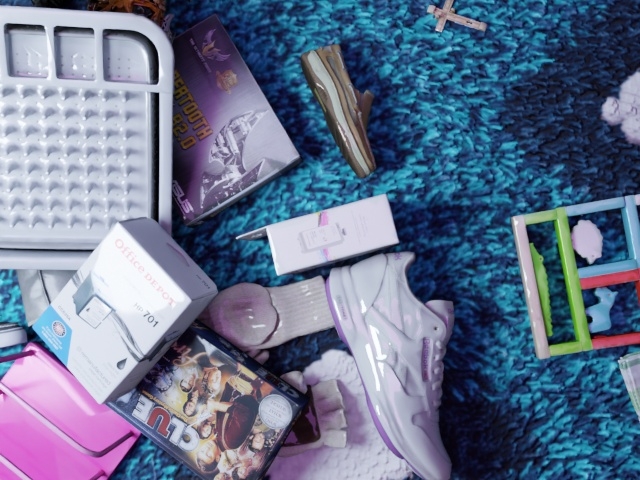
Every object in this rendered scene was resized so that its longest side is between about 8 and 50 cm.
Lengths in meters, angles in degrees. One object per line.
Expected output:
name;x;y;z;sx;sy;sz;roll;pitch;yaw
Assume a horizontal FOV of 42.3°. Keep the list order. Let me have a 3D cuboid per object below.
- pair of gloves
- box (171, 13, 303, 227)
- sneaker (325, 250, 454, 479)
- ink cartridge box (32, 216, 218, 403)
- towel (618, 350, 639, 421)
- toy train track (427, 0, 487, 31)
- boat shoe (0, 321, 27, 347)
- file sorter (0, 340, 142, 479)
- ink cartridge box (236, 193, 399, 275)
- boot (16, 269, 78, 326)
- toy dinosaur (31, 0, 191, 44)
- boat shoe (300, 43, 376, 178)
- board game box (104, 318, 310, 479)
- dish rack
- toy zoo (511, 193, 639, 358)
pair of gloves;-0.072;0.173;1.109;0.204;0.042;0.240;-8;86;5
box;-0.158;-0.160;1.125;0.183;0.056;0.231;-30;85;4
sneaker;0.119;0.157;1.055;0.152;0.114;0.305;-22;86;5
ink cartridge box;-0.245;0.086;1.036;0.139;0.082;0.191;45;108;10
towel;0.463;0.208;1.067;0.113;0.023;0.152;-18;86;5
toy train track;0.185;-0.302;1.121;0.083;0.014;0.048;20;89;5
boat shoe;-0.516;0.118;1.139;0.228;0.080;0.076;-5;88;13
file sorter;-0.414;0.312;1.063;0.202;0.182;0.291;37;91;5
ink cartridge box;0.000;0.000;1.073;0.198;0.115;0.067;-15;86;5
boot;-0.415;0.016;1.139;0.189;0.076;0.209;-13;92;4
toy dinosaur;-0.293;-0.367;1.122;0.218;0.164;0.322;-13;48;-10
boat shoe;0.041;-0.179;1.106;0.072;0.068;0.190;-23;85;-8
board game box;-0.156;0.208;1.082;0.243;0.042;0.165;32;104;13
dish rack;-0.329;-0.125;1.038;0.285;0.072;0.333;1;113;-10
toy zoo;0.412;0.036;1.076;0.293;0.030;0.193;-9;87;5
